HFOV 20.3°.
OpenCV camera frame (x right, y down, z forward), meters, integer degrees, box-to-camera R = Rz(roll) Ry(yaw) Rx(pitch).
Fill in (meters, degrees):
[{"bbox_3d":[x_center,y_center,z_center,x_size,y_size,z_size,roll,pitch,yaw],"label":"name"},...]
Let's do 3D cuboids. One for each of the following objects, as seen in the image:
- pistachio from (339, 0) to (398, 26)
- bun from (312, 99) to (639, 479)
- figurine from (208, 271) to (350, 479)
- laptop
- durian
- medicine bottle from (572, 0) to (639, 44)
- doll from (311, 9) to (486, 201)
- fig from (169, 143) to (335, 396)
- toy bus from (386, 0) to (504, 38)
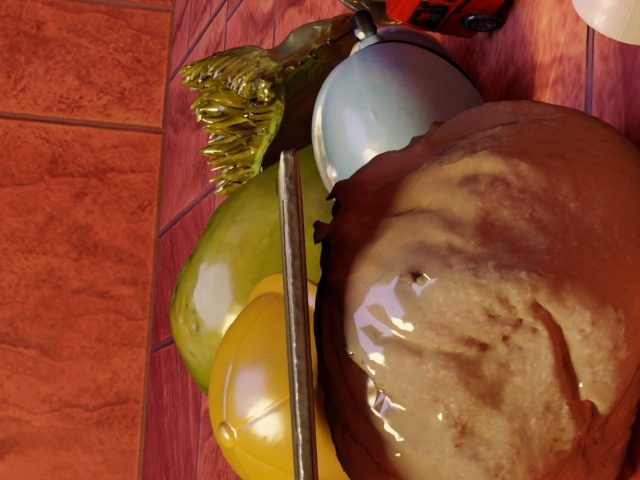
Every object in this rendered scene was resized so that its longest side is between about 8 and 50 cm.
[{"bbox_3d":[0.048,-0.287,1.692,0.124,0.124,0.185,114,142,-56],"label":"pistachio"},{"bbox_3d":[0.092,0.043,1.118,0.281,0.204,0.282,-175,90,-76],"label":"bun"},{"bbox_3d":[0.025,0.115,1.335,0.192,0.256,0.167,43,112,27],"label":"figurine"},{"bbox_3d":[-0.012,0.086,1.121,0.187,0.015,0.269,85,-179,-85],"label":"laptop"},{"bbox_3d":[-0.025,-0.126,1.709,0.394,0.198,0.163,20,-126,-85],"label":"durian"},{"bbox_3d":[0.206,-0.225,0.965,0.095,0.095,0.260,-97,19,-44],"label":"medicine bottle"},{"bbox_3d":[0.067,-0.085,1.424,0.177,0.141,0.314,58,-170,-18],"label":"doll"},{"bbox_3d":[-0.022,0.011,1.600,0.233,0.233,0.314,155,113,-76],"label":"fig"},{"bbox_3d":[0.116,-0.228,1.386,0.195,0.089,0.081,131,142,-69],"label":"toy bus"}]
